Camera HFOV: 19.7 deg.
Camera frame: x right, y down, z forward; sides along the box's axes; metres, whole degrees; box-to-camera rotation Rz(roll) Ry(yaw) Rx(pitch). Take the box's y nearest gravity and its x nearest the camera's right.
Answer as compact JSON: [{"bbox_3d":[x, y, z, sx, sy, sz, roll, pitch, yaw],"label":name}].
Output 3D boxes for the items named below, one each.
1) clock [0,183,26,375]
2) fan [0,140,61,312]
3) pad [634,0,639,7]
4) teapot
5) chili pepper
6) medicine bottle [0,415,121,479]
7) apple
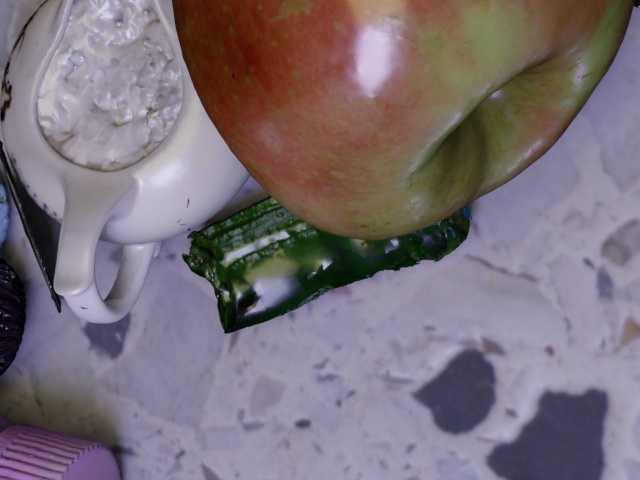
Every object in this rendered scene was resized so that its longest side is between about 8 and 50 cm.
[{"bbox_3d":[-0.317,0.020,1.402,0.100,0.195,0.194,0,81,55],"label":"clock"},{"bbox_3d":[-0.237,-0.047,1.405,0.009,0.132,0.220,-21,86,-9],"label":"fan"},{"bbox_3d":[0.159,-0.296,1.338,0.299,0.005,0.202,19,97,16],"label":"pad"},{"bbox_3d":[-0.140,-0.086,1.350,0.208,0.166,0.300,2,74,7],"label":"teapot"},{"bbox_3d":[0.001,0.000,1.365,0.224,0.061,0.098,-18,72,20],"label":"chili pepper"},{"bbox_3d":[-0.315,0.207,1.405,0.290,0.178,0.178,10,94,16],"label":"medicine bottle"},{"bbox_3d":[0.048,-0.177,1.219,0.319,0.319,0.277,-45,69,13],"label":"apple"}]
